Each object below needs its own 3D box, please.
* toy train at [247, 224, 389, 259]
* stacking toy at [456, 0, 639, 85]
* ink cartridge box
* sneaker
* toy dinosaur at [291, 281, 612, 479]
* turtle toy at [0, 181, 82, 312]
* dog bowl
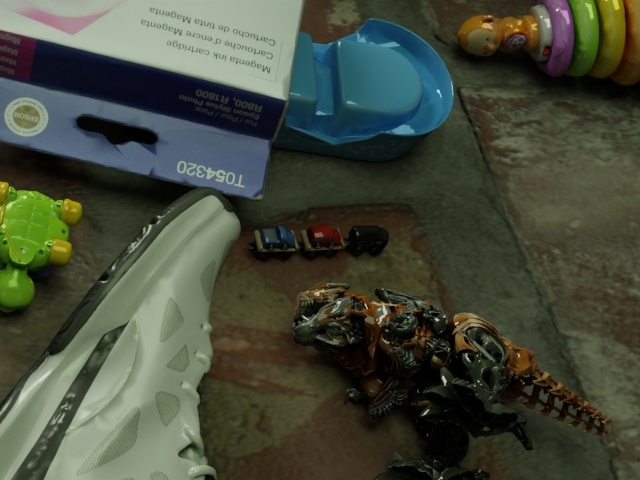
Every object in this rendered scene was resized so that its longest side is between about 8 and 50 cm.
[{"bbox_3d":[0.000,0.000,1.654,0.158,0.036,0.027,-2,57,-24],"label":"toy train"},{"bbox_3d":[0.310,-0.257,1.910,0.301,0.175,0.166,-6,56,-13],"label":"stacking toy"},{"bbox_3d":[-0.183,-0.230,1.628,0.324,0.071,0.330,12,63,-9],"label":"ink cartridge box"},{"bbox_3d":[-0.144,0.173,1.418,0.257,0.169,0.447,38,58,-5],"label":"sneaker"},{"bbox_3d":[0.131,0.129,1.553,0.321,0.164,0.218,1,36,4],"label":"toy dinosaur"},{"bbox_3d":[-0.286,0.007,1.512,0.095,0.066,0.130,16,52,-12],"label":"turtle toy"},{"bbox_3d":[-0.003,-0.171,1.752,0.297,0.074,0.166,8,54,-18],"label":"dog bowl"}]
